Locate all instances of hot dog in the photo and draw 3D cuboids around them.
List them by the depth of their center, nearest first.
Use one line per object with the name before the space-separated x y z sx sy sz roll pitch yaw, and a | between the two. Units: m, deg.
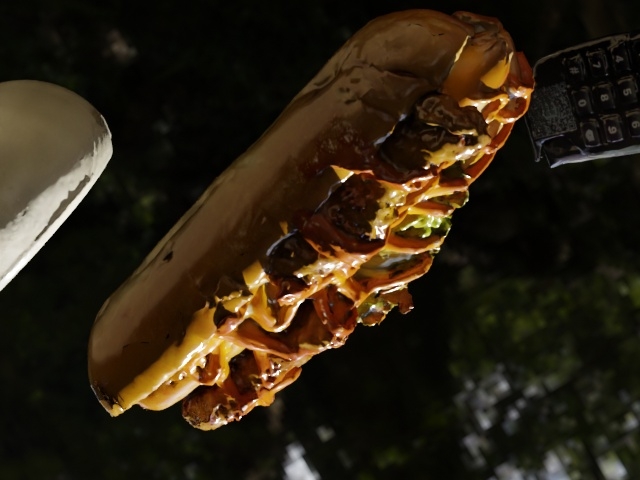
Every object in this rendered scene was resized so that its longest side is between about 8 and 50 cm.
hot dog | 0.000 0.000 1.182 0.349 0.117 0.158 -45 160 22

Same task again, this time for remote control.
remote control | 0.393 -0.167 1.967 0.399 0.144 0.062 -12 -174 34

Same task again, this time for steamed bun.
steamed bun | -0.305 -0.055 1.736 0.232 0.145 0.232 -47 -168 13
